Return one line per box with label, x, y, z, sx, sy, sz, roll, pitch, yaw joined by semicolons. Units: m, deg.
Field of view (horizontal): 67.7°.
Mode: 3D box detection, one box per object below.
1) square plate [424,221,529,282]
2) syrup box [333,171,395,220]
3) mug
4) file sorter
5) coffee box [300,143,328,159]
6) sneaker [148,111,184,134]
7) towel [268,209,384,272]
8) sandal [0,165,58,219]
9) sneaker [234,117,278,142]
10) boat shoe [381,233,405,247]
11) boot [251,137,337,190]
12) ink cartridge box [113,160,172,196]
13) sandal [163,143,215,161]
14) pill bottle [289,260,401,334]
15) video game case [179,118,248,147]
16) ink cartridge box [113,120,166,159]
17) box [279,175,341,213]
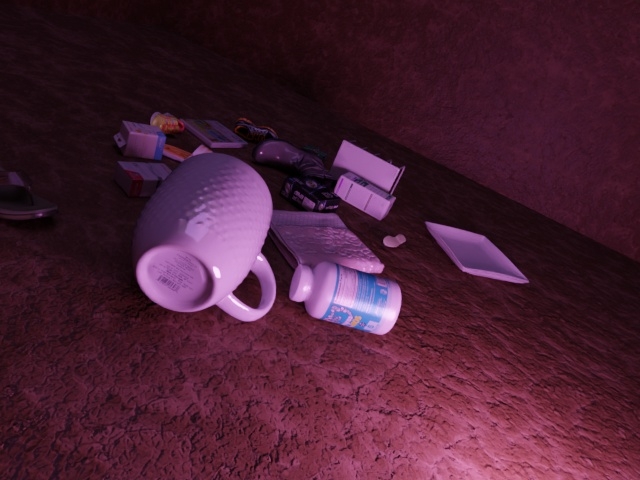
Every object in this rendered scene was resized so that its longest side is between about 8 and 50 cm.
square plate;0.631;0.055;1.971;0.343;0.049;0.347;11;28;-24
syrup box;0.183;-0.188;1.998;0.236;0.096;0.093;32;27;13
mug;-0.238;0.025;1.085;0.374;0.276;0.328;48;24;-21
file sorter;0.210;-0.308;2.142;0.277;0.193;0.173;30;24;12
coffee box;-0.038;-0.411;2.295;0.113;0.040;0.184;28;26;8
sneaker;-0.593;-0.445;1.845;0.094;0.082;0.208;26;25;0
towel;0.000;0.000;1.536;0.331;0.053;0.317;2;33;-36
sandal;-0.744;-0.135;1.116;0.302;0.086;0.120;32;27;16
sneaker;-0.298;-0.484;2.186;0.214;0.084;0.083;21;39;1
boat shoe;0.264;0.007;1.761;0.133;0.042;0.049;-12;68;-50
boot;-0.099;-0.310;1.980;0.338;0.118;0.223;1;39;-32
ink cartridge box;-0.519;-0.183;1.427;0.150;0.063;0.109;-6;38;-47
sandal;-0.453;-0.310;1.708;0.265;0.076;0.102;21;26;-7
pill bottle;0.059;0.139;1.210;0.263;0.146;0.146;17;26;-13
video game case;-0.459;-0.460;2.051;0.227;0.026;0.206;38;29;25
ink cartridge box;-0.613;-0.338;1.611;0.143;0.090;0.092;1;34;-41
box;-0.038;-0.166;1.787;0.180;0.078;0.147;38;28;27
